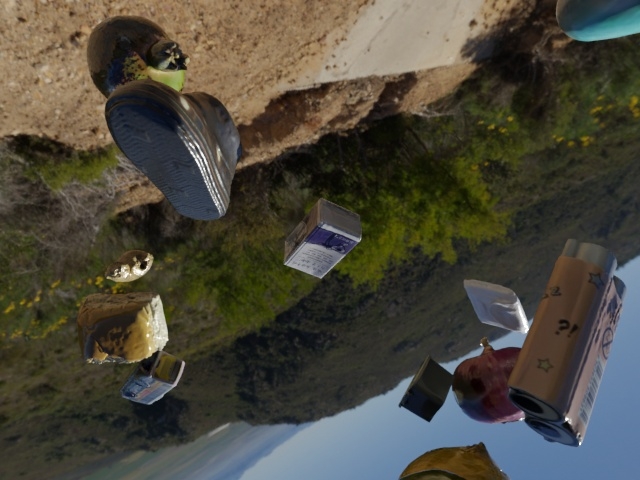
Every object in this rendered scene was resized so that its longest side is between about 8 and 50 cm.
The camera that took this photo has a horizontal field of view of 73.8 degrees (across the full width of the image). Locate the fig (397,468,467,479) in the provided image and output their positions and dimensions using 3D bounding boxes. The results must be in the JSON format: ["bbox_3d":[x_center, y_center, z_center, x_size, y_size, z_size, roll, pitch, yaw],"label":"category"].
[{"bbox_3d":[0.127,0.390,0.532,0.191,0.180,0.181,-2,156,-5],"label":"fig"}]

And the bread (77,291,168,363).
[{"bbox_3d":[-0.312,0.138,0.663,0.125,0.082,0.106,0,122,-3],"label":"bread"}]

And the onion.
[{"bbox_3d":[0.391,0.327,0.958,0.201,0.200,0.207,-26,-171,-23],"label":"onion"}]

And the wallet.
[{"bbox_3d":[0.403,0.155,0.978,0.031,0.124,0.183,-57,134,-19],"label":"wallet"}]

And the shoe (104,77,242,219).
[{"bbox_3d":[-0.284,-0.226,0.908,0.172,0.237,0.384,0,153,10],"label":"shoe"}]

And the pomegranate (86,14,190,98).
[{"bbox_3d":[-0.515,-0.523,1.253,0.341,0.284,0.285,4,-170,40],"label":"pomegranate"}]

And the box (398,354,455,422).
[{"bbox_3d":[0.217,0.300,0.862,0.122,0.069,0.084,-33,149,-53],"label":"box"}]

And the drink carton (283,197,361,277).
[{"bbox_3d":[0.001,0.001,1.230,0.134,0.101,0.222,21,134,-24],"label":"drink carton"}]

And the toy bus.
[{"bbox_3d":[-0.301,0.245,0.755,0.172,0.072,0.057,-41,-154,44],"label":"toy bus"}]

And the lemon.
[{"bbox_3d":[0.227,0.488,0.728,0.254,0.228,0.228,-34,165,-37],"label":"lemon"}]

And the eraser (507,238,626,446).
[{"bbox_3d":[0.402,0.158,0.681,0.087,0.171,0.290,2,-132,51],"label":"eraser"}]

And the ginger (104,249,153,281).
[{"bbox_3d":[-0.430,0.059,0.971,0.096,0.067,0.165,-24,-169,-15],"label":"ginger"}]

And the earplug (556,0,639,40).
[{"bbox_3d":[0.451,-0.362,0.514,0.185,0.184,0.324,-21,-177,-34],"label":"earplug"}]
